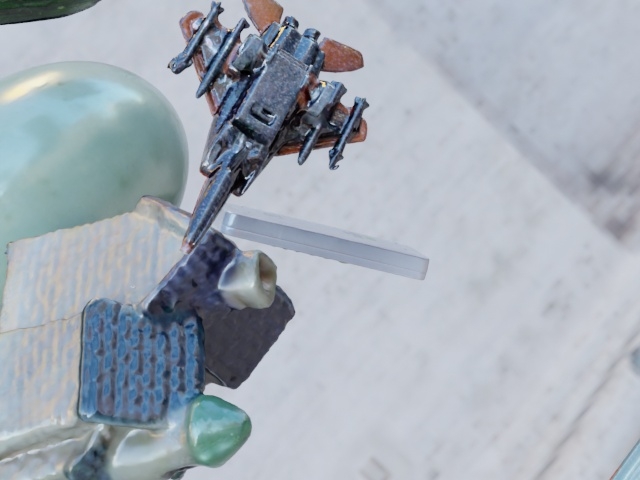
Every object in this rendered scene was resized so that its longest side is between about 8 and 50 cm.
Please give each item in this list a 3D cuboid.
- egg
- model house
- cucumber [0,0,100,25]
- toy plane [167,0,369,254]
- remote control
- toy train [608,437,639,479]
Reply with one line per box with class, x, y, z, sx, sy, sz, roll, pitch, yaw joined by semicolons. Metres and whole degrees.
egg;-0.320;-0.055;2.107;0.389;0.276;0.276;-35;-4;-36
model house;-0.164;0.122;1.840;0.284;0.243;0.298;-20;53;26
cucumber;-0.232;-0.203;1.501;0.105;0.048;0.048;-7;-5;-12
toy plane;-0.038;-0.066;1.043;0.061;0.130;0.189;-46;16;44
remote control;0.000;0.000;2.147;0.103;0.250;0.034;-141;65;-76
toy train;0.382;0.149;1.719;0.409;0.086;0.089;-50;-26;-14
